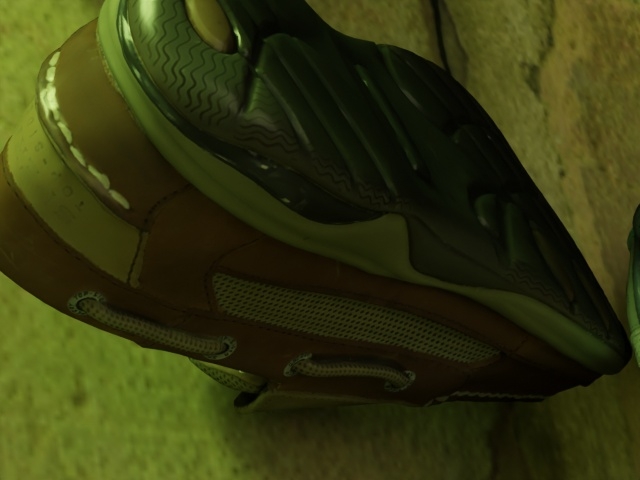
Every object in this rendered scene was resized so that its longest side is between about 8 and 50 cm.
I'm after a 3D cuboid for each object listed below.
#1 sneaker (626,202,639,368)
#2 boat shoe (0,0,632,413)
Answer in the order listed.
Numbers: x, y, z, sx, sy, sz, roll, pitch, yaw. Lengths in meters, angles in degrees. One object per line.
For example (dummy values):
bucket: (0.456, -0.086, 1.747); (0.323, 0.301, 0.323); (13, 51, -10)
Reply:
sneaker: (0.173, 0.019, 0.770); (0.122, 0.110, 0.283); (63, 12, -15)
boat shoe: (0.000, 0.000, 0.686); (0.324, 0.120, 0.122); (28, 30, -54)
